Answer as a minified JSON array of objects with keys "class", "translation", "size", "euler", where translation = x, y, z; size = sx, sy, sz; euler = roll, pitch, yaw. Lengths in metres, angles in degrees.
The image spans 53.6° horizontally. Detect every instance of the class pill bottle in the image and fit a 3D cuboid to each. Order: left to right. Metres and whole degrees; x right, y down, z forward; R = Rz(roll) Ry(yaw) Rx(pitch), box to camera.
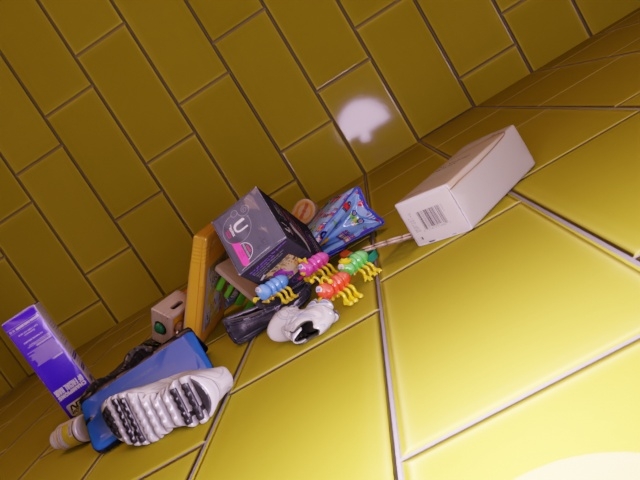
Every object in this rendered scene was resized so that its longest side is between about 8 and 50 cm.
[{"class":"pill bottle","translation":[-0.585,0.455,1.494],"size":[0.116,0.065,0.065],"euler":[-27,10,30]}]

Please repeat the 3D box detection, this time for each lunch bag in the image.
[{"class":"lunch bag","translation":[0.000,0.000,1.787],"size":[0.293,0.138,0.221],"euler":[-40,7,-19]}]

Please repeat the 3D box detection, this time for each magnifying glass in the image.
[{"class":"magnifying glass","translation":[0.085,0.045,1.592],"size":[0.092,0.026,0.231],"euler":[-33,10,-7]}]

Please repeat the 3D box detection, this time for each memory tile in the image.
[{"class":"memory tile","translation":[0.171,-0.001,1.421],"size":[0.148,0.012,0.113],"euler":[-14,-4,-45]}]

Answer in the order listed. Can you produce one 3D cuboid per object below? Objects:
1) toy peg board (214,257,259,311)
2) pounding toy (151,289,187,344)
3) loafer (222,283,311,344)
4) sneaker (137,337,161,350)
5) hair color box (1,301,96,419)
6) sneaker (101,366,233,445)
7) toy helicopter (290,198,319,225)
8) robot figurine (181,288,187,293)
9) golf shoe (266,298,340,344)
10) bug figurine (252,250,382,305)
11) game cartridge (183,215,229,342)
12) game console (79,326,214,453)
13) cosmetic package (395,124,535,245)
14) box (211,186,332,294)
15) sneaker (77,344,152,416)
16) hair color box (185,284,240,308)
[{"class":"toy peg board","translation":[-0.205,0.122,1.788],"size":[0.079,0.161,0.160],"euler":[-58,-13,30]},{"class":"pounding toy","translation":[-0.407,0.240,1.769],"size":[0.100,0.130,0.141],"euler":[21,34,22]},{"class":"loafer","translation":[-0.125,0.160,1.483],"size":[0.223,0.078,0.076],"euler":[-31,9,3]},{"class":"sneaker","translation":[-0.524,0.331,1.976],"size":[0.078,0.067,0.188],"euler":[-41,7,-15]},{"class":"hair color box","translation":[-0.766,0.346,1.829],"size":[0.110,0.339,0.185],"euler":[-37,10,-17]},{"class":"sneaker","translation":[-0.290,0.307,1.202],"size":[0.292,0.110,0.118],"euler":[-19,6,26]},{"class":"toy helicopter","translation":[-0.141,0.005,1.974],"size":[0.355,0.235,0.140],"euler":[-37,-28,20]},{"class":"robot figurine","translation":[-0.497,0.229,2.403],"size":[0.291,0.085,0.211],"euler":[-25,11,42]},{"class":"golf shoe","translation":[-0.049,0.168,1.225],"size":[0.176,0.069,0.086],"euler":[-28,16,36]},{"class":"bug figurine","translation":[-0.008,0.079,1.368],"size":[0.279,0.072,0.216],"euler":[-6,19,44]},{"class":"game cartridge","translation":[-0.311,0.109,1.789],"size":[0.052,0.324,0.285],"euler":[11,16,4]},{"class":"game console","translation":[-0.373,0.353,1.452],"size":[0.293,0.173,0.250],"euler":[-34,40,-10]},{"class":"cosmetic package","translation":[0.323,-0.123,1.395],"size":[0.309,0.113,0.160],"euler":[-40,12,-38]},{"class":"box","translation":[-0.109,0.016,1.513],"size":[0.143,0.165,0.270],"euler":[-38,-30,9]},{"class":"sneaker","translation":[-0.533,0.391,1.668],"size":[0.106,0.101,0.267],"euler":[-53,-5,37]},{"class":"hair color box","translation":[-0.280,0.120,2.179],"size":[0.347,0.105,0.174],"euler":[-37,10,-35]}]
